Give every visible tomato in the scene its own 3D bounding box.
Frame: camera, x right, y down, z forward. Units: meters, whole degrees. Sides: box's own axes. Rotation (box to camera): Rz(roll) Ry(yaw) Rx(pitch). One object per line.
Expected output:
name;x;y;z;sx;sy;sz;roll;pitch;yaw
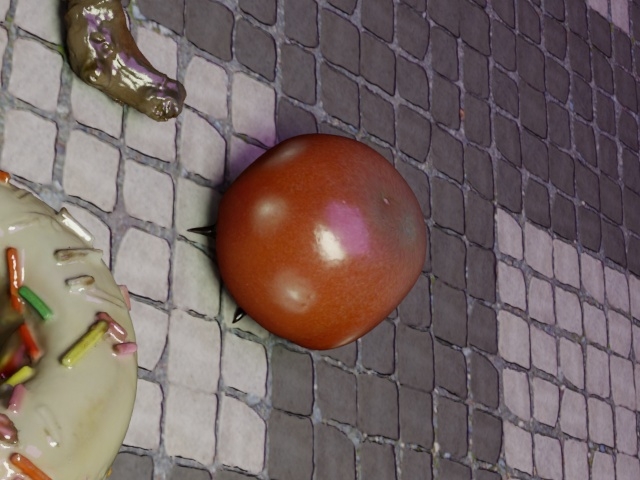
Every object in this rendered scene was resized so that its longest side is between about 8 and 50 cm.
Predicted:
tomato;0.000;0.000;1.601;0.256;0.224;0.256;26;50;-36

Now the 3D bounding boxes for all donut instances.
donut;-0.320;0.086;1.137;0.383;0.142;0.382;21;45;-22

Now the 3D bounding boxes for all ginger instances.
ginger;-0.248;-0.252;1.505;0.290;0.084;0.122;61;18;-10
